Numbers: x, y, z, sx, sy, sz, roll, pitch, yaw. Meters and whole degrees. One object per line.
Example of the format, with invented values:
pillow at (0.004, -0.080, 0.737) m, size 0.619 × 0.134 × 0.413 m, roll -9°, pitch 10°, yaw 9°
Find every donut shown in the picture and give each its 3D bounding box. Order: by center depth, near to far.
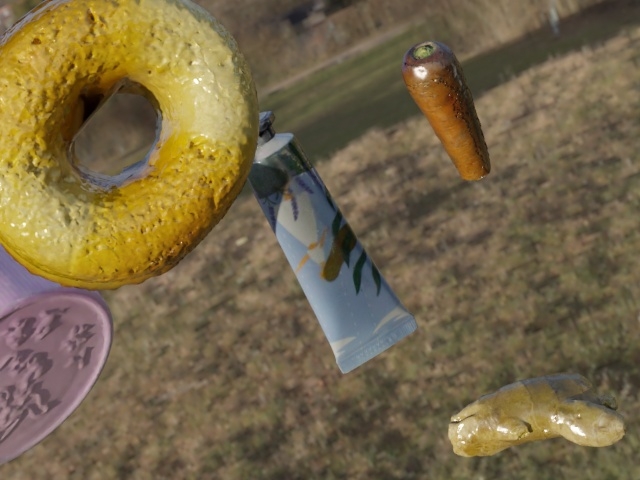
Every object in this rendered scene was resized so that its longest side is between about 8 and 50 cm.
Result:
donut at (-0.119, -0.059, 0.707) m, size 0.190 × 0.174 × 0.074 m, roll -35°, pitch 11°, yaw -7°

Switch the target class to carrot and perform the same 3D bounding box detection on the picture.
carrot at (0.124, -0.121, 1.161) m, size 0.055 × 0.161 × 0.055 m, roll -18°, pitch 44°, yaw 18°

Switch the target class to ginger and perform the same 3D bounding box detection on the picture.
ginger at (0.254, 0.197, 1.447) m, size 0.205 × 0.081 × 0.115 m, roll -4°, pitch 54°, yaw 11°

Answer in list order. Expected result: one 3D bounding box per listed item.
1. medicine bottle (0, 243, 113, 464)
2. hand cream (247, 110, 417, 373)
medicine bottle at (-0.348, 0.026, 1.049) m, size 0.202 × 0.202 × 0.316 m, roll -37°, pitch 60°, yaw -26°
hand cream at (0.000, 0.000, 1.185) m, size 0.091 × 0.271 × 0.058 m, roll -32°, pitch 18°, yaw -9°
